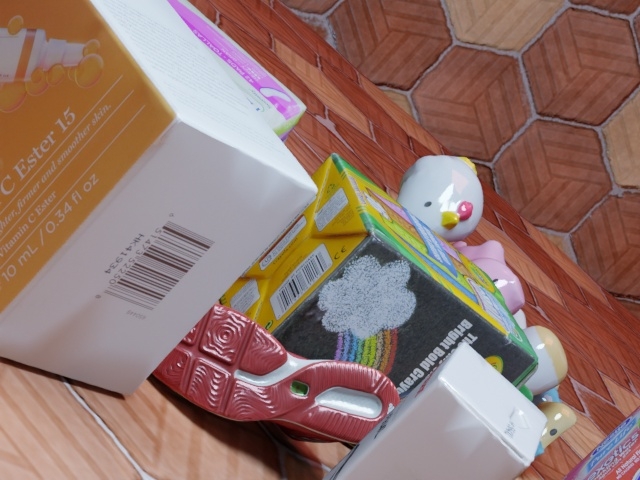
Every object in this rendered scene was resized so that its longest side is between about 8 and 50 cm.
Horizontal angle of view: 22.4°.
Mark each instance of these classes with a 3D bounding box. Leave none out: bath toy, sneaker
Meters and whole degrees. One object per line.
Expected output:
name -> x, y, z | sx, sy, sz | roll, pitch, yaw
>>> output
bath toy -> 0.174, 0.073, 1.788 | 0.129, 0.151, 0.348 | -44, 118, -41
sneaker -> -0.056, 0.122, 1.308 | 0.221, 0.087, 0.128 | 24, -21, -8

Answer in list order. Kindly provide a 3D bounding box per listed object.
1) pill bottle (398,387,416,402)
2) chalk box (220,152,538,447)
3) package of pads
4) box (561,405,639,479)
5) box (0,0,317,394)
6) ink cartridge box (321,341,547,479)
pill bottle -> 0.093, 0.200, 1.329 | 0.130, 0.130, 0.246 | 41, 13, -8
chalk box -> 0.072, 0.092, 1.521 | 0.289, 0.180, 0.179 | 39, 13, -26
package of pads -> -0.161, -0.137, 1.602 | 0.229, 0.101, 0.296 | 43, 27, 6
box -> 0.342, 0.253, 1.641 | 0.128, 0.257, 0.122 | 43, 14, -2
box -> -0.200, -0.092, 1.184 | 0.168, 0.215, 0.345 | 26, 20, -52
ink cartridge box -> 0.052, 0.175, 1.109 | 0.086, 0.203, 0.148 | 44, 12, 4
